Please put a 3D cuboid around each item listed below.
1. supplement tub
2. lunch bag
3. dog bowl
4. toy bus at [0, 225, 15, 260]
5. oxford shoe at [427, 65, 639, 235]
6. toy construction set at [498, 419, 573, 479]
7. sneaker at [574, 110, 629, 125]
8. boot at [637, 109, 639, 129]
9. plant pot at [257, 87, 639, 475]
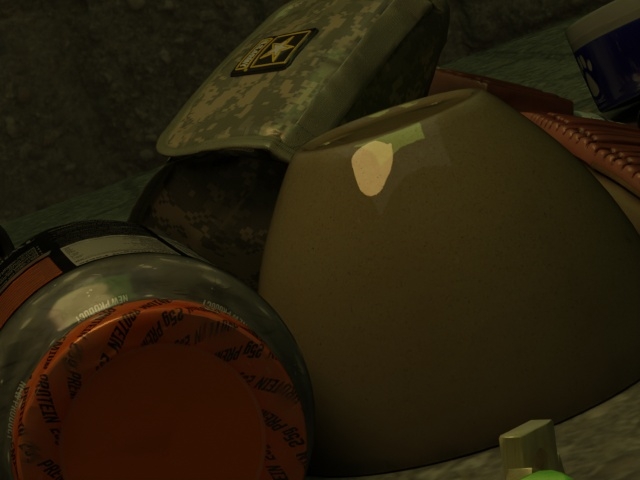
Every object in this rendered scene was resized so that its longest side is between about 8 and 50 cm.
[{"bbox_3d":[-0.115,0.094,1.077,0.194,0.193,0.316,-21,10,-10],"label":"supplement tub"},{"bbox_3d":[-0.024,-0.074,1.454,0.235,0.169,0.287,-52,-2,-37],"label":"lunch bag"},{"bbox_3d":[0.414,-0.238,2.020,0.265,0.104,0.265,-22,-2,-1],"label":"dog bowl"},{"bbox_3d":[-0.311,0.100,1.379,0.149,0.220,0.211,-18,16,22],"label":"toy bus"},{"bbox_3d":[0.197,-0.032,1.449,0.141,0.146,0.397,10,12,-28],"label":"oxford shoe"},{"bbox_3d":[0.161,0.100,0.643,0.328,0.151,0.215,-21,31,39],"label":"toy construction set"},{"bbox_3d":[0.195,-0.051,1.654,0.091,0.094,0.258,12,-15,-31],"label":"sneaker"},{"bbox_3d":[0.310,-0.057,1.266,0.137,0.076,0.198,14,2,-9],"label":"boot"},{"bbox_3d":[0.073,0.009,1.195,0.284,0.190,0.284,-19,10,4],"label":"plant pot"}]
